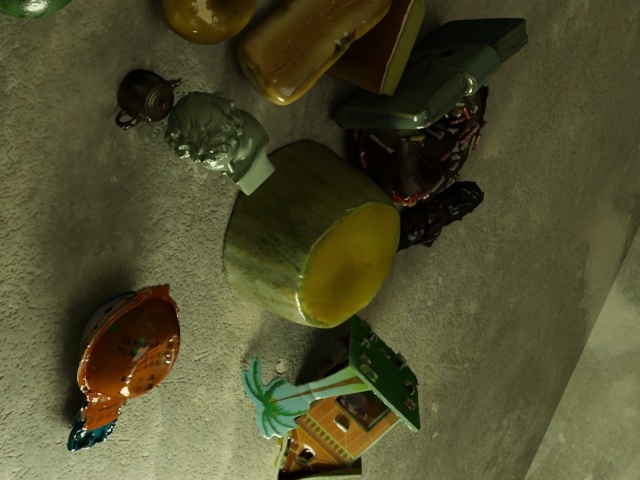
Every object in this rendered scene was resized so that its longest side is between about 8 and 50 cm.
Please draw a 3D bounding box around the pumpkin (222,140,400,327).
[{"bbox_3d":[0.000,0.000,2.111,0.332,0.199,0.332,-28,131,-39],"label":"pumpkin"}]

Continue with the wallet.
[{"bbox_3d":[0.213,-0.314,2.142,0.360,0.252,0.083,-42,119,-31],"label":"wallet"}]

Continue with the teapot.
[{"bbox_3d":[-0.259,-0.208,1.725,0.121,0.068,0.076,-46,143,-23],"label":"teapot"}]

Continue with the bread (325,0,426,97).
[{"bbox_3d":[0.127,-0.443,2.021,0.077,0.138,0.361,6,108,-56],"label":"bread"}]

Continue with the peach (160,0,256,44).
[{"bbox_3d":[-0.161,-0.380,1.711,0.179,0.103,0.179,-36,139,-39],"label":"peach"}]

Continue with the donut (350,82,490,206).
[{"bbox_3d":[0.204,-0.195,2.300,0.345,0.136,0.259,-36,140,-33],"label":"donut"}]

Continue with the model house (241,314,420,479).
[{"bbox_3d":[-0.016,0.317,2.377,0.323,0.340,0.300,-43,-169,12],"label":"model house"}]

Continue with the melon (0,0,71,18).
[{"bbox_3d":[-0.341,-0.410,1.376,0.182,0.182,0.288,-3,112,-53],"label":"melon"}]

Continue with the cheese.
[{"bbox_3d":[-0.327,0.208,1.874,0.217,0.129,0.329,-11,133,-54],"label":"cheese"}]

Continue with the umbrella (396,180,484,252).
[{"bbox_3d":[0.238,-0.050,2.485,0.326,0.090,0.094,-29,156,-40],"label":"umbrella"}]

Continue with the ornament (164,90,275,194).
[{"bbox_3d":[-0.155,-0.163,1.844,0.120,0.130,0.285,-53,167,4],"label":"ornament"}]

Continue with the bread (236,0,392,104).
[{"bbox_3d":[-0.014,-0.354,1.917,0.305,0.142,0.091,-46,-176,-21],"label":"bread"}]
